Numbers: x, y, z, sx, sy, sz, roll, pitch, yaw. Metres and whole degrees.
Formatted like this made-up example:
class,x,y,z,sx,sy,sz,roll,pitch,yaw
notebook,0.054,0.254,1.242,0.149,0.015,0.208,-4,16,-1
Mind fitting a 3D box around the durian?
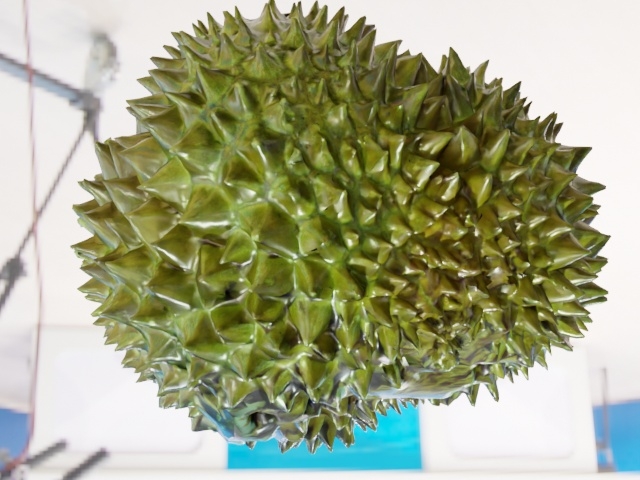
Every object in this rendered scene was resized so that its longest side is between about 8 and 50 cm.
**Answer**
class,x,y,z,sx,sy,sz,roll,pitch,yaw
durian,-0.002,0.002,0.668,0.291,0.225,0.291,18,153,10
